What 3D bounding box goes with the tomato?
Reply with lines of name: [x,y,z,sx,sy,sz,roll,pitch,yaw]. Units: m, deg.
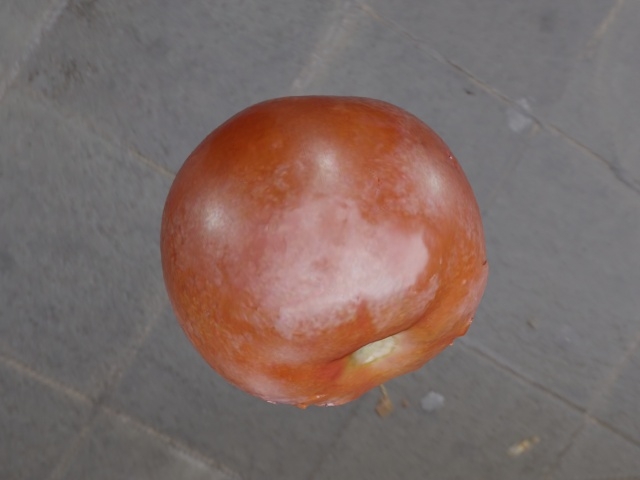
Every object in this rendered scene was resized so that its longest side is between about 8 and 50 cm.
tomato: [0.000,0.000,0.921,0.208,0.208,0.184,-23,65,-7]
